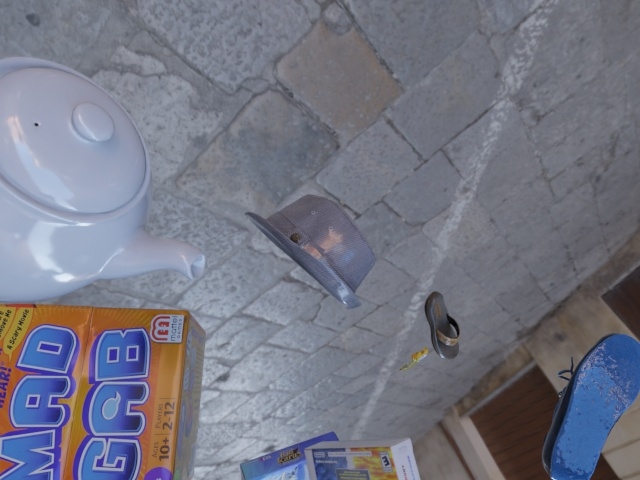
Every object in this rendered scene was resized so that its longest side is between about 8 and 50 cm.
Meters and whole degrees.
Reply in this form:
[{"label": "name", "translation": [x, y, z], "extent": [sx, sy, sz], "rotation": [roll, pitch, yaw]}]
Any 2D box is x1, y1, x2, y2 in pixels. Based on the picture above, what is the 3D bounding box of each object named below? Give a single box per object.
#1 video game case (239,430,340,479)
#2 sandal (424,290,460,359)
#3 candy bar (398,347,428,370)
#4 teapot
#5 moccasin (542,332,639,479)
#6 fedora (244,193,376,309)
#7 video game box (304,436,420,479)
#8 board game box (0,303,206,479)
[{"label": "video game case", "translation": [-0.077, 0.669, 1.179], "extent": [0.270, 0.061, 0.244], "rotation": [-10, 117, -21]}, {"label": "sandal", "translation": [0.331, 0.228, 1.125], "extent": [0.090, 0.060, 0.219], "rotation": [-37, 119, -36]}, {"label": "candy bar", "translation": [0.200, 0.260, 0.931], "extent": [0.040, 0.018, 0.161], "rotation": [-27, 158, -13]}, {"label": "teapot", "translation": [-0.259, -0.076, 0.398], "extent": [0.187, 0.252, 0.256], "rotation": [-23, 159, 33]}, {"label": "moccasin", "translation": [0.563, 0.349, 0.933], "extent": [0.342, 0.138, 0.117], "rotation": [-53, 166, -7]}, {"label": "fedora", "translation": [0.000, 0.000, 0.798], "extent": [0.124, 0.275, 0.243], "rotation": [-46, 142, -6]}, {"label": "video game box", "translation": [0.067, 0.389, 0.617], "extent": [0.048, 0.187, 0.205], "rotation": [-2, 159, -40]}, {"label": "board game box", "translation": [-0.457, 0.347, 0.923], "extent": [0.357, 0.356, 0.356], "rotation": [3, 161, -8]}]
